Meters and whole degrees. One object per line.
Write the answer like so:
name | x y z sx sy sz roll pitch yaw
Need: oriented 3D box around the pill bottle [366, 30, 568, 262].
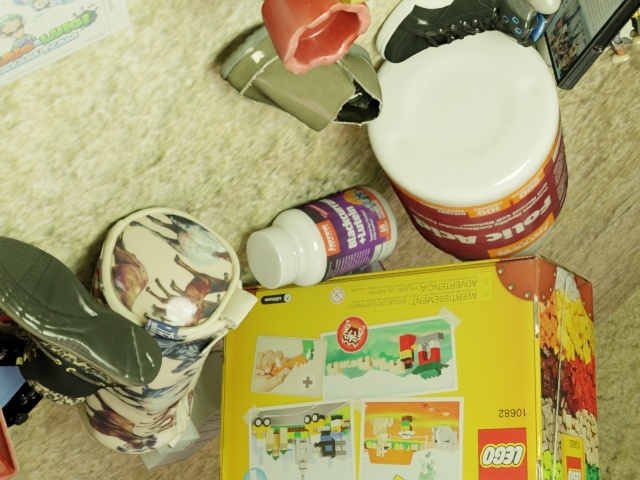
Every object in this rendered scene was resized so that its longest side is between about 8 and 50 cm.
pill bottle | 0.199 -0.100 1.631 0.224 0.224 0.392 -34 160 3

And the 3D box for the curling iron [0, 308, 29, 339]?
curling iron | -0.400 0.093 1.452 0.068 0.035 0.274 -43 159 27

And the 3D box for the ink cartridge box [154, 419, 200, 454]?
ink cartridge box | -0.267 0.244 1.857 0.045 0.145 0.179 -42 158 23

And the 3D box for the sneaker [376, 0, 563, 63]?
sneaker | 0.170 -0.240 1.405 0.217 0.121 0.079 -39 159 17

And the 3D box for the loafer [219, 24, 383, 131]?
loafer | -0.005 -0.169 1.355 0.094 0.087 0.251 -44 158 28

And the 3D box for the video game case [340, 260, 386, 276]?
video game case | 0.058 0.156 1.957 0.196 0.274 0.026 -40 154 20

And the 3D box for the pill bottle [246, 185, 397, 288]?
pill bottle | 0.000 0.000 1.741 0.193 0.108 0.108 -20 157 -34

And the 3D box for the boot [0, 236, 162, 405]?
boot | -0.311 0.102 1.431 0.178 0.236 0.085 -26 -148 50

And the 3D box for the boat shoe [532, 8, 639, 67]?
boat shoe | 0.351 -0.295 1.647 0.319 0.116 0.099 -26 -156 -38

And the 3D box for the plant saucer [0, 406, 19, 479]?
plant saucer | -0.482 0.199 1.401 0.259 0.048 0.258 -15 133 -14

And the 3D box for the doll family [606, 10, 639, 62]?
doll family | 0.348 -0.297 1.510 0.076 0.193 0.111 -19 118 11

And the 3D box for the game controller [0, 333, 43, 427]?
game controller | -0.433 0.176 1.556 0.166 0.067 0.319 -39 161 19

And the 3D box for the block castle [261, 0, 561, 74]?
block castle | 0.103 -0.327 0.953 0.303 0.213 0.453 -24 159 -24

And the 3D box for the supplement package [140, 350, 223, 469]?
supplement package | -0.216 0.272 2.068 0.179 0.105 0.105 -43 158 26

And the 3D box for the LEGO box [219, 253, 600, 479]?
LEGO box | 0.113 0.240 1.769 0.500 0.372 0.193 -7 165 31

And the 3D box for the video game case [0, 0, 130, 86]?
video game case | -0.235 -0.188 1.054 0.157 0.019 0.143 -28 160 -13

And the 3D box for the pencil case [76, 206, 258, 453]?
pencil case | -0.209 0.132 1.617 0.160 0.183 0.410 -42 168 -31

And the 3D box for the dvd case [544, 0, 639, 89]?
dvd case | 0.315 -0.309 1.398 0.022 0.180 0.253 11 142 -22
